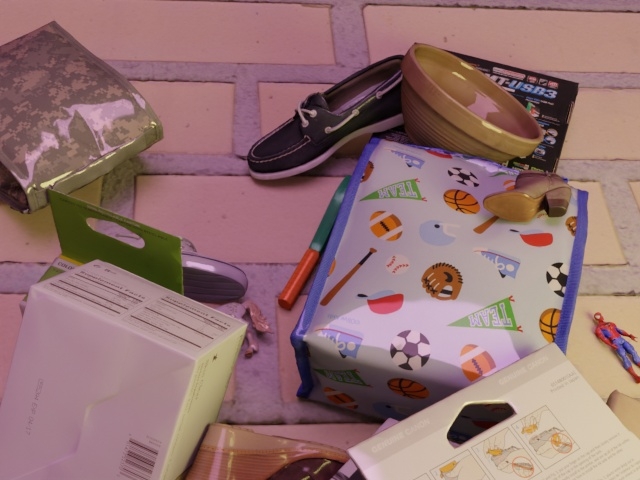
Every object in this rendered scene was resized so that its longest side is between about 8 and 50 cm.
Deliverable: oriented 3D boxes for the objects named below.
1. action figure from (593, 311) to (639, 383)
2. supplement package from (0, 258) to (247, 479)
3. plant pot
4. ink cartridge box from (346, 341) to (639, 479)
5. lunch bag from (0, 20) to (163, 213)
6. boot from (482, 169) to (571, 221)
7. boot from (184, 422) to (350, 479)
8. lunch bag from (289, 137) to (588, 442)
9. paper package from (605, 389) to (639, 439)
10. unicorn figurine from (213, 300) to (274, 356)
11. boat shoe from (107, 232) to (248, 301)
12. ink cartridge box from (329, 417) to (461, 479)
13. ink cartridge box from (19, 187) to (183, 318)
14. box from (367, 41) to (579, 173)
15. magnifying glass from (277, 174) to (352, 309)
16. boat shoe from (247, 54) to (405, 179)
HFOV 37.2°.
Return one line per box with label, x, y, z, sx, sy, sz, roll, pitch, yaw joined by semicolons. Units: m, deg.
action figure;0.422;0.145;1.335;0.038;0.030;0.115;-24;55;-16
supplement package;-0.231;0.187;1.071;0.204;0.261;0.145;22;17;11
plant pot;0.203;-0.179;1.409;0.237;0.109;0.237;26;28;-15
ink cartridge box;0.208;0.268;0.959;0.296;0.066;0.261;-21;57;-28
lunch bag;-0.405;-0.168;1.424;0.235;0.168;0.287;-34;57;-28
boot;0.261;-0.061;1.210;0.119;0.042;0.087;8;34;-3
boot;-0.056;0.331;1.103;0.249;0.090;0.206;19;74;-34
lunch bag;0.169;0.053;1.257;0.328;0.239;0.385;14;59;7
paper package;0.415;0.377;1.057;0.325;0.168;0.309;23;53;14
unicorn figurine;-0.154;0.114;1.295;0.162;0.060;0.111;-1;49;-27
boat shoe;-0.208;0.025;1.338;0.226;0.083;0.075;10;52;4
ink cartridge box;0.080;0.343;1.039;0.197;0.114;0.273;13;42;45
ink cartridge box;-0.270;0.077;1.178;0.189;0.255;0.097;21;50;12
box;0.249;-0.180;1.553;0.296;0.073;0.293;17;51;9
magnifying glass;0.000;0.000;1.386;0.026;0.092;0.231;24;63;9
boat shoe;0.013;-0.196;1.486;0.303;0.091;0.114;-29;41;-5
